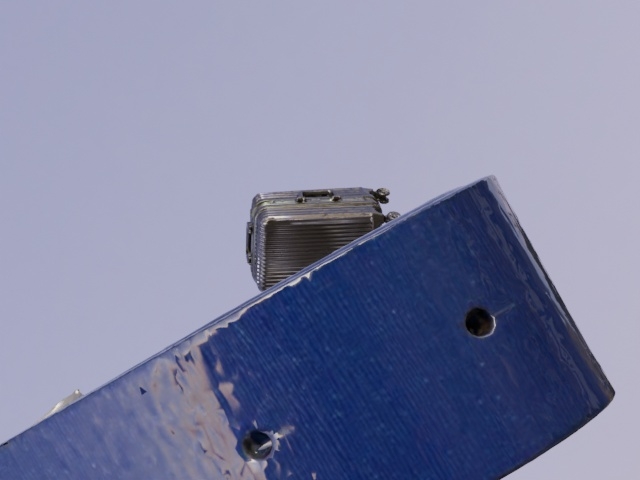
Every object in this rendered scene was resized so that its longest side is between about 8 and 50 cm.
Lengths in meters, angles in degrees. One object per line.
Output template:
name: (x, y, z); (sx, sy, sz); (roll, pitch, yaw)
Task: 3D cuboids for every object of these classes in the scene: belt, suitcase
belt: (-0.040, 0.092, 0.808); (0.117, 0.347, 0.212); (60, -149, 1)
suitcase: (0.000, 0.000, 1.559); (0.126, 0.059, 0.086); (-3, -59, -11)
